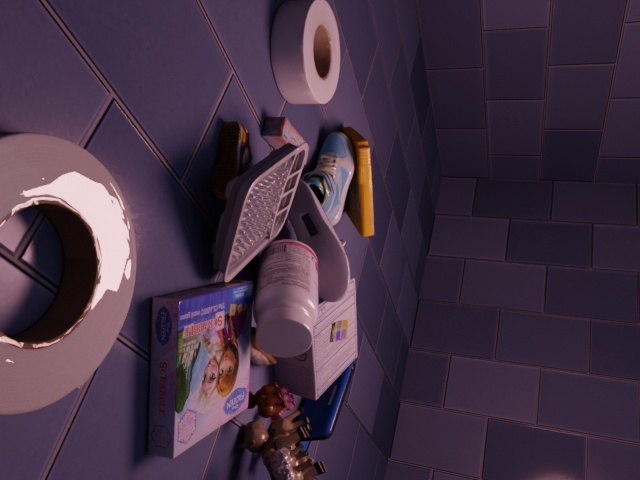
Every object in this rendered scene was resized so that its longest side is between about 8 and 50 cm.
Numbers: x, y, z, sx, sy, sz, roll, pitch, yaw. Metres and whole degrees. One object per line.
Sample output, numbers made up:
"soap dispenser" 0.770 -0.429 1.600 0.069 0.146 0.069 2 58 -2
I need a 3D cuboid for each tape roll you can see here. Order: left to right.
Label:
"tape roll" -0.410 0.045 0.801 0.392 0.072 0.392 4 90 -69
"tape roll" -0.036 -0.529 1.612 0.286 0.100 0.286 4 90 -69

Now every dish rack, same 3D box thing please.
"dish rack" -0.150 -0.083 1.347 0.333 0.072 0.285 -51 165 -56

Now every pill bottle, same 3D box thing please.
"pill bottle" -0.085 0.142 1.429 0.283 0.160 0.160 -90 170 -52

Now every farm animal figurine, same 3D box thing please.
"farm animal figurine" -0.114 0.546 1.517 0.327 0.172 0.330 58 -4 37

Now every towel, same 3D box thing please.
"towel" 0.057 0.265 1.673 0.083 0.009 0.060 6 93 -60

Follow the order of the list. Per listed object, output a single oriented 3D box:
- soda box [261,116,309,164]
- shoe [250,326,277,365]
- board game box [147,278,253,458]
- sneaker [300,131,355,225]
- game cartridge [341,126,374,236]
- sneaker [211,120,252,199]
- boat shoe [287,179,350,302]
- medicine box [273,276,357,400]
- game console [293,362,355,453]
"soda box" -0.093 -0.271 1.566 0.183 0.063 0.058 43 55 -63
"shoe" -0.169 0.282 1.507 0.219 0.058 0.076 64 5 -59
"board game box" -0.252 0.261 1.257 0.318 0.066 0.318 -10 103 -69
"sneaker" 0.018 -0.213 1.783 0.208 0.127 0.319 31 65 -68
"game cartridge" 0.124 -0.211 1.989 0.285 0.052 0.324 -115 -163 -67
"sneaker" -0.194 -0.176 1.317 0.084 0.069 0.185 29 68 -61
"boat shoe" -0.008 0.002 1.650 0.367 0.136 0.156 64 10 8
"medicine box" -0.014 0.275 1.713 0.263 0.149 0.289 -31 123 -53
"game console" 0.020 0.575 1.902 0.173 0.250 0.293 50 42 -25
